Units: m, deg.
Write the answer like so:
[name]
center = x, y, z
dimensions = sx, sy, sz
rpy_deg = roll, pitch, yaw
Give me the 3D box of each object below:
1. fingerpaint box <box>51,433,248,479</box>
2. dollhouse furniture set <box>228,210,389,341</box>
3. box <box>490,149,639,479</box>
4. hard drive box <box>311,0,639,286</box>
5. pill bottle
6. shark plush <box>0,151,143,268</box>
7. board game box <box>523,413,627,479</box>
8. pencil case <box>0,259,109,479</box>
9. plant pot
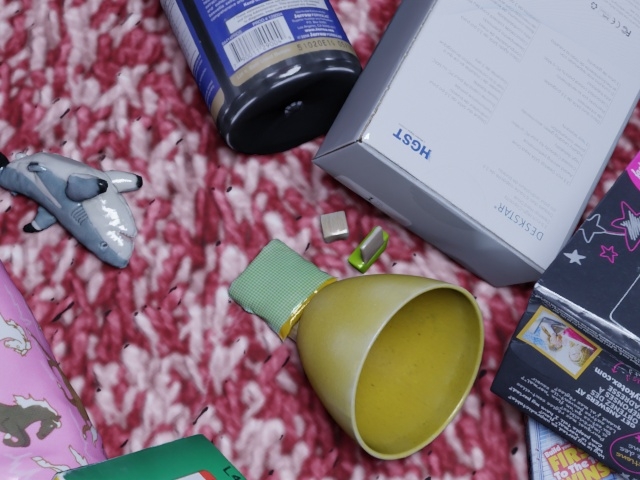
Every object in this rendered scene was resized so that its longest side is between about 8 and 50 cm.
[fingerpaint box]
center = -0.057, 0.401, 0.909
dimensions = 0.445, 0.163, 0.371
rpy_deg = 43, 111, 19
[dollhouse furniture set]
center = 0.000, 0.000, 1.206
dimensions = 0.076, 0.058, 0.152
rpy_deg = 36, 75, 16
[box]
center = 0.258, 0.034, 1.100
dimensions = 0.163, 0.142, 0.247
rpy_deg = 33, 57, 14
[hard drive box]
center = 0.131, -0.111, 1.184
dimensions = 0.181, 0.089, 0.232
rpy_deg = 35, 71, -16
[pill bottle]
center = -0.060, -0.187, 1.248
dimensions = 0.122, 0.123, 0.219
rpy_deg = -23, 69, -5
[shark plush]
center = -0.216, -0.033, 1.238
dimensions = 0.161, 0.073, 0.067
rpy_deg = 16, 101, 5
[board game box]
center = 0.221, 0.194, 1.116
dimensions = 0.194, 0.060, 0.194
rpy_deg = -16, 69, -2
[pencil case]
center = -0.285, 0.087, 1.138
dimensions = 0.167, 0.160, 0.386
rpy_deg = -35, 71, -1
[plant pot]
center = 0.038, 0.078, 1.148
dimensions = 0.095, 0.134, 0.134
rpy_deg = 26, 71, 41
